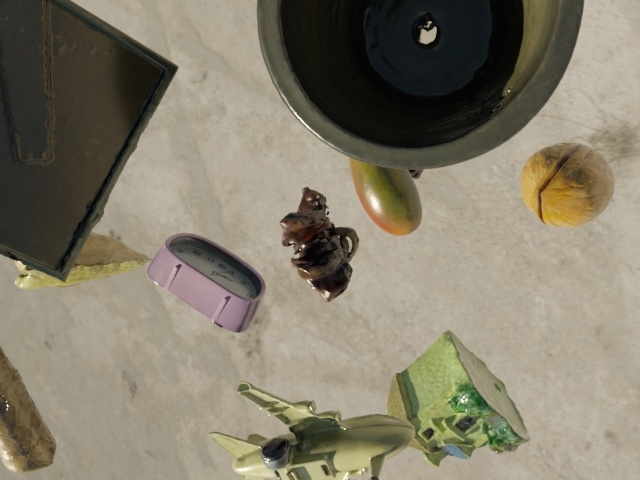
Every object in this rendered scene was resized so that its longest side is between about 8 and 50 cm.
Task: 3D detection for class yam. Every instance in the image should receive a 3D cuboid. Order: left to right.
[{"bbox_3d":[-0.360,0.120,0.721,0.066,0.066,0.300,6,127,44],"label":"yam"}]

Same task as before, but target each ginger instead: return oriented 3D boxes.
[{"bbox_3d":[-0.349,0.009,1.028,0.115,0.193,0.123,-43,59,43],"label":"ginger"}]

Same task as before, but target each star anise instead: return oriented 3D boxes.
[{"bbox_3d":[0.000,0.000,1.254,0.125,0.220,0.190,-30,100,8],"label":"star anise"}]

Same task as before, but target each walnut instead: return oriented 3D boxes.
[{"bbox_3d":[0.395,-0.089,1.133,0.144,0.180,0.144,7,102,36],"label":"walnut"}]

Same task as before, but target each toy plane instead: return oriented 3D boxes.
[{"bbox_3d":[-0.007,0.265,0.885,0.256,0.104,0.242,-10,119,27],"label":"toy plane"}]

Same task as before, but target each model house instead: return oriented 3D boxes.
[{"bbox_3d":[0.231,0.311,1.228,0.189,0.214,0.195,-38,29,15],"label":"model house"}]

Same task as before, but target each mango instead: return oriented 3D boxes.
[{"bbox_3d":[0.136,-0.145,1.581,0.129,0.146,0.289,-19,86,1],"label":"mango"}]

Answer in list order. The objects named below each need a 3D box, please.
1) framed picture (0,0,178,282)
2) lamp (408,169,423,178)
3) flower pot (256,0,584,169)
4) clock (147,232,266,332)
[{"bbox_3d":[-0.303,-0.120,0.754,0.281,0.209,0.019,-63,26,-6],"label":"framed picture"},{"bbox_3d":[0.220,-0.253,1.598,0.118,0.118,0.253,52,147,25],"label":"lamp"},{"bbox_3d":[0.080,-0.177,0.569,0.235,0.148,0.235,2,99,12],"label":"flower pot"},{"bbox_3d":[-0.138,0.046,0.919,0.152,0.110,0.050,33,114,3],"label":"clock"}]
